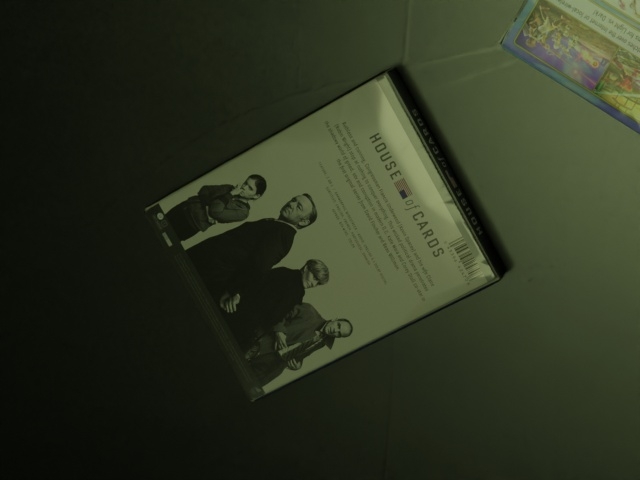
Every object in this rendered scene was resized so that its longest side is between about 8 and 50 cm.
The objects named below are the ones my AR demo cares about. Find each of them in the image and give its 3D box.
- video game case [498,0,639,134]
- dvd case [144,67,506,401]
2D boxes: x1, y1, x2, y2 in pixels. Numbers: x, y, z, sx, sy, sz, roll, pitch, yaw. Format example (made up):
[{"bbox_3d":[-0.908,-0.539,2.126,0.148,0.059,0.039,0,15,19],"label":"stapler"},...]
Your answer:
[{"bbox_3d":[0.297,-0.168,1.248,0.269,0.061,0.244,34,112,10],"label":"video game case"},{"bbox_3d":[0.000,0.000,1.427,0.238,0.029,0.179,-28,92,25],"label":"dvd case"}]
